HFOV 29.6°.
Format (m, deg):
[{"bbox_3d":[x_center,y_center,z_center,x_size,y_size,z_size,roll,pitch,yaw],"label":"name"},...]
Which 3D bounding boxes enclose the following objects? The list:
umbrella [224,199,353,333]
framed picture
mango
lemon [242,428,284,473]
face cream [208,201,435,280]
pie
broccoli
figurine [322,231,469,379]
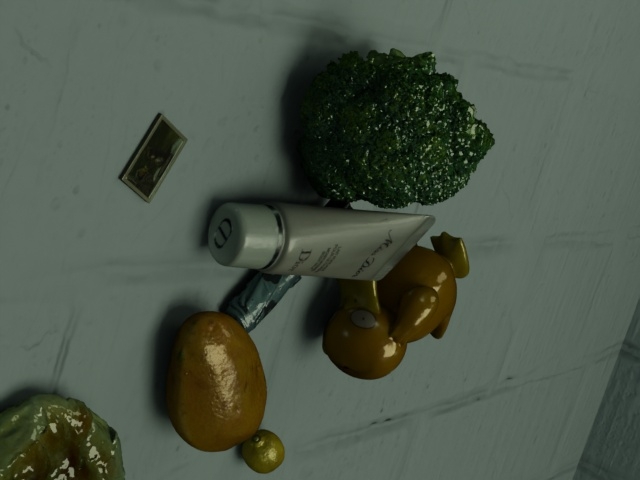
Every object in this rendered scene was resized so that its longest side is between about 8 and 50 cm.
[{"bbox_3d":[-0.043,0.028,1.651,0.053,0.052,0.250,50,64,-20],"label":"umbrella"},{"bbox_3d":[-0.188,-0.093,1.377,0.089,0.007,0.066,-60,149,-11],"label":"framed picture"},{"bbox_3d":[-0.136,0.182,1.555,0.147,0.109,0.227,-44,142,-26],"label":"mango"},{"bbox_3d":[-0.084,0.308,1.774,0.062,0.062,0.083,-52,149,-22],"label":"lemon"},{"bbox_3d":[0.000,0.000,1.583,0.314,0.089,0.143,3,138,-40],"label":"face cream"},{"bbox_3d":[-0.315,0.316,1.338,0.306,0.071,0.306,-3,94,-58],"label":"pie"},{"bbox_3d":[0.090,-0.149,1.586,0.269,0.261,0.241,53,35,-32],"label":"broccoli"},{"bbox_3d":[0.107,0.095,1.809,0.228,0.215,0.215,-13,123,-38],"label":"figurine"}]
